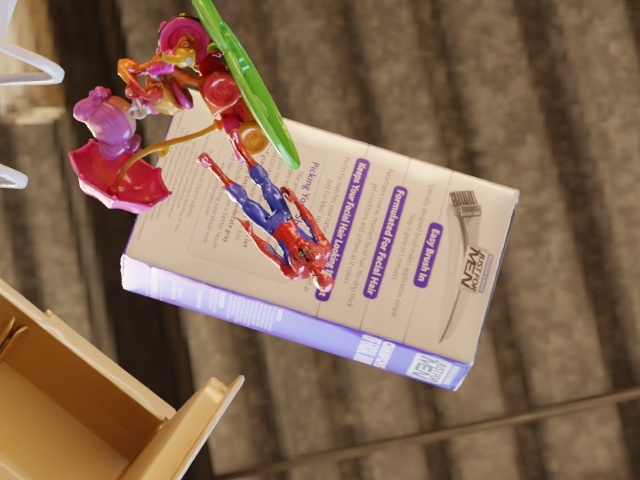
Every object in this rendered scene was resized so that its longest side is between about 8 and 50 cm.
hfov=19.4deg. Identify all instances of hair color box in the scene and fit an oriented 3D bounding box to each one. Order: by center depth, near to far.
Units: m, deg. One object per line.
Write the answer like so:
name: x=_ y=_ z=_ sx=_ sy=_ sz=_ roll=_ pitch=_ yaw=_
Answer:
hair color box: x=0.000 y=0.000 z=1.777 sx=0.110 sy=0.338 sz=0.185 roll=103 pitch=5 yaw=-69

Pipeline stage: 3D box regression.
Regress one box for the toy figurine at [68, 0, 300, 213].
toy figurine: x=-0.125 y=-0.093 z=1.441 sx=0.159 sy=0.173 sz=0.130 roll=-28 pitch=-150 yaw=6

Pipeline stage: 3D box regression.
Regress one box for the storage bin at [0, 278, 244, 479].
storage bin: x=-0.197 y=0.063 z=0.731 sx=0.262 sy=0.260 sz=0.123 roll=39 pitch=-54 yaw=-3

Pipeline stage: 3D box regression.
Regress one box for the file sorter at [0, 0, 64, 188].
file sorter: x=-0.246 y=-0.121 z=1.054 sx=0.173 sy=0.193 sz=0.278 roll=8 pitch=-102 yaw=57

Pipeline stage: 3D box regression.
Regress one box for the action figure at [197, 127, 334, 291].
action figure: x=-0.028 y=-0.014 z=1.099 sx=0.038 sy=0.030 sz=0.115 roll=-38 pitch=-108 yaw=-5
